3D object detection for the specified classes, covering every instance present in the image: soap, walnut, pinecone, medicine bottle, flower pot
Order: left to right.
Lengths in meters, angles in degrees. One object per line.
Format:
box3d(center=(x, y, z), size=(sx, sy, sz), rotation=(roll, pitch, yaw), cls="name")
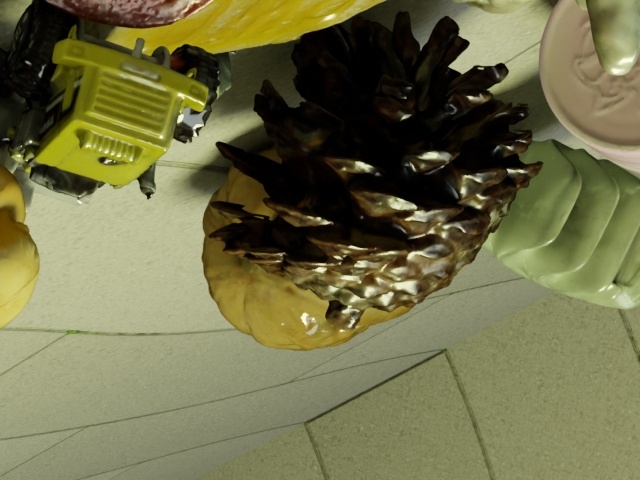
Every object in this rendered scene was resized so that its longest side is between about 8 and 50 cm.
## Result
box3d(center=(-0.049, -0.195, 1.205), size=(0.257, 0.080, 0.160), rotation=(-13, 168, -34), cls="soap")
box3d(center=(0.000, 0.000, 1.773), size=(0.257, 0.257, 0.225), rotation=(-8, 128, -48), cls="walnut")
box3d(center=(0.046, -0.067, 1.503), size=(0.296, 0.242, 0.298), rotation=(-54, 160, 17), cls="pinecone")
box3d(center=(0.261, -0.035, 1.976), size=(0.165, 0.254, 0.367), rotation=(-65, 157, 4), cls="flower pot")
box3d(center=(0.361, -0.160, 1.749), size=(0.202, 0.202, 0.316), rotation=(-27, 163, 18), cls="medicine bottle")

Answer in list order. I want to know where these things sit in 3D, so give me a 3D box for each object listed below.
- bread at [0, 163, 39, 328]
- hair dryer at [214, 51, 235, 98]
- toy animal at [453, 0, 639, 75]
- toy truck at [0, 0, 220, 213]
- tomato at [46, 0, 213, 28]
box3d(center=(-0.326, -0.031, 1.077), size=(0.311, 0.121, 0.173), rotation=(18, 152, -9), cls="bread")
box3d(center=(-0.203, -0.114, 1.342), size=(0.219, 0.088, 0.225), rotation=(-7, 176, -30), cls="hair dryer")
box3d(center=(0.171, -0.232, 1.173), size=(0.188, 0.308, 0.266), rotation=(13, 125, -10), cls="toy animal")
box3d(center=(-0.171, -0.074, 1.134), size=(0.136, 0.111, 0.286), rotation=(18, 162, -22), cls="toy truck")
box3d(center=(-0.120, -0.207, 1.013), size=(0.159, 0.091, 0.139), rotation=(9, 126, -24), cls="tomato")
